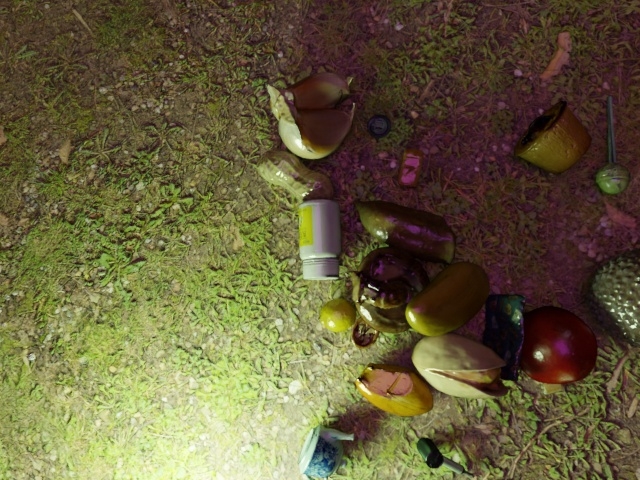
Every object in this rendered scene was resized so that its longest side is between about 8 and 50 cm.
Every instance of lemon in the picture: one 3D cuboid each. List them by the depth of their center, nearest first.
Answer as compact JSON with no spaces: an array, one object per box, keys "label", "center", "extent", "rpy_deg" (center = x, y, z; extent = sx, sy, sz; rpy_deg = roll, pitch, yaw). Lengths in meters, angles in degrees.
[{"label":"lemon","center":[0.057,0.246,1.634],"extent":[0.133,0.109,0.109],"rpy_deg":[-17,80,-7]}]

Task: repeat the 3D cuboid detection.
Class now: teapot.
[{"label":"teapot","center":[0.016,0.685,1.575],"extent":[0.159,0.159,0.232],"rpy_deg":[28,108,12]}]

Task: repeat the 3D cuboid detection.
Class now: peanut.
[{"label":"peanut","center":[-0.083,-0.223,1.702],"extent":[0.298,0.136,0.120],"rpy_deg":[31,50,11]}]

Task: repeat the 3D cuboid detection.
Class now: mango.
[{"label":"mango","center":[0.393,0.187,1.515],"extent":[0.332,0.142,0.195],"rpy_deg":[-32,122,-26]},{"label":"mango","center":[0.237,0.469,1.565],"extent":[0.252,0.126,0.153],"rpy_deg":[22,95,10]}]

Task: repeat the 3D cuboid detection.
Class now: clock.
[{"label":"clock","center":[0.205,-0.398,1.729],"extent":[0.085,0.017,0.085],"rpy_deg":[-1,83,9]}]

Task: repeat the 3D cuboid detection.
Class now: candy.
[{"label":"candy","center":[0.925,-0.310,1.573],"extent":[0.093,0.092,0.335],"rpy_deg":[-7,71,46]}]

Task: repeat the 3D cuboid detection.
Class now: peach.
[{"label":"peach","center":[0.681,0.314,1.459],"extent":[0.200,0.243,0.243],"rpy_deg":[19,86,-31]}]

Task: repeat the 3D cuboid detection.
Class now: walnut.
[{"label":"walnut","center":[0.145,0.298,1.638],"extent":[0.091,0.052,0.121],"rpy_deg":[28,85,-7]}]

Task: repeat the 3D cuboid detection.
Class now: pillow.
[{"label":"pillow","center":[0.553,0.289,1.508],"extent":[0.034,0.189,0.255],"rpy_deg":[10,83,-15]}]

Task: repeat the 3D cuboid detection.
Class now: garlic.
[{"label":"garlic","center":[-0.031,-0.437,1.675],"extent":[0.286,0.313,0.249],"rpy_deg":[47,136,18]}]

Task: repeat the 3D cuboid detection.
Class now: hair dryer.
[{"label":"hair dryer","center":[0.396,0.692,1.545],"extent":[0.198,0.100,0.057],"rpy_deg":[32,91,-7]}]

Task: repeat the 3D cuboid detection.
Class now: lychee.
[{"label":"lychee","center":[0.928,0.160,1.418],"extent":[0.300,0.300,0.300],"rpy_deg":[-1,83,10]}]

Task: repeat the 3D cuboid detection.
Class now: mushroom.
[{"label":"mushroom","center":[0.205,0.150,1.548],"extent":[0.195,0.283,0.263],"rpy_deg":[22,93,45]}]

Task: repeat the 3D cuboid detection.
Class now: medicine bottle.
[{"label":"medicine bottle","center":[0.000,0.000,1.655],"extent":[0.143,0.143,0.258],"rpy_deg":[-4,83,9]}]

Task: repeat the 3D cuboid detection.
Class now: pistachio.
[{"label":"pistachio","center":[0.410,0.378,1.492],"extent":[0.299,0.188,0.187],"rpy_deg":[5,83,50]}]

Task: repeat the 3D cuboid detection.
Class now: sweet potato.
[{"label":"sweet potato","center":[0.264,-0.037,1.612],"extent":[0.370,0.158,0.157],"rpy_deg":[19,87,9]}]

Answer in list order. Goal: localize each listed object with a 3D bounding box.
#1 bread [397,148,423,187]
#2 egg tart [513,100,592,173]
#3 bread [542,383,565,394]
[{"label":"bread","center":[0.305,-0.242,1.675],"extent":[0.074,0.053,0.132],"rpy_deg":[14,88,11]},{"label":"egg tart","center":[0.723,-0.314,1.547],"extent":[0.171,0.215,0.215],"rpy_deg":[38,91,-3]},{"label":"bread","center":[0.715,0.432,1.535],"extent":[0.070,0.035,0.083],"rpy_deg":[-21,87,7]}]
